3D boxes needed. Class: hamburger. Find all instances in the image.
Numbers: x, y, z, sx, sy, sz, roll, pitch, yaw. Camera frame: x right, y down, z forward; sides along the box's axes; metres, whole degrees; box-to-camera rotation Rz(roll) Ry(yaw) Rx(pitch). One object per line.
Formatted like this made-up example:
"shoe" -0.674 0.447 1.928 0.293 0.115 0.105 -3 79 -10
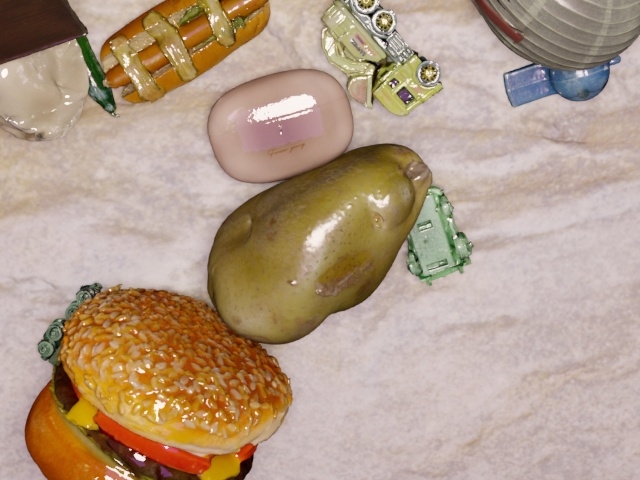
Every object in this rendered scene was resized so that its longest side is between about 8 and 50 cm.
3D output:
"hamburger" -0.214 0.219 1.268 0.330 0.330 0.250 30 102 -10

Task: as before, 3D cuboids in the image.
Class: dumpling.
"dumpling" -0.411 -0.241 1.238 0.247 0.142 0.172 37 80 4

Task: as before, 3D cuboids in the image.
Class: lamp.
"lamp" 0.303 -0.348 1.183 0.233 0.233 0.265 -16 71 1

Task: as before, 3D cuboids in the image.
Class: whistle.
"whistle" 0.341 -0.228 1.297 0.158 0.090 0.090 -19 105 2

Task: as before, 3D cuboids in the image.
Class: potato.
"potato" -0.001 -0.003 1.260 0.351 0.218 0.202 -37 77 18

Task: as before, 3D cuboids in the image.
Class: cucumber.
"cucumber" -0.320 -0.236 1.284 0.037 0.037 0.155 -23 105 3

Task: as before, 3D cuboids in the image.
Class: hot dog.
"hot dog" -0.179 -0.277 1.264 0.270 0.072 0.109 -29 107 6

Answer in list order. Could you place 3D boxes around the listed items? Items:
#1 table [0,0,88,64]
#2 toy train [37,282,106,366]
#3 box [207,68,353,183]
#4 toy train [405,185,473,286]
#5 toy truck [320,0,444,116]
"table" -0.461 -0.346 1.111 0.282 0.196 0.250 -17 66 2
"toy train" -0.357 0.130 1.381 0.071 0.038 0.148 39 101 -11
"box" -0.055 -0.157 1.293 0.200 0.088 0.146 -15 107 0
"toy train" 0.161 -0.004 1.356 0.099 0.081 0.149 -22 100 3
"toy truck" 0.071 -0.250 1.275 0.116 0.085 0.191 -41 102 9
